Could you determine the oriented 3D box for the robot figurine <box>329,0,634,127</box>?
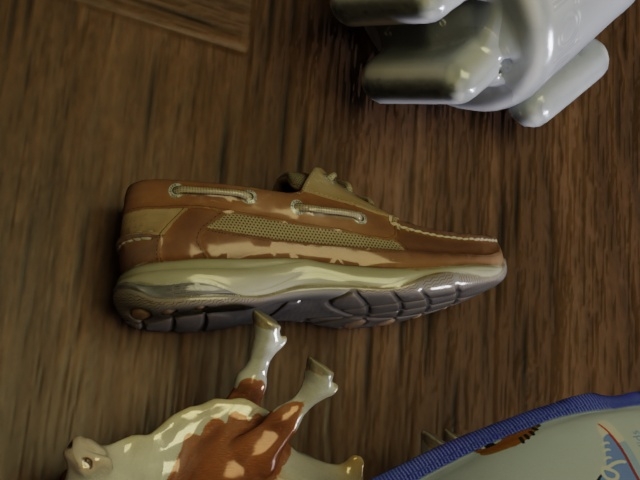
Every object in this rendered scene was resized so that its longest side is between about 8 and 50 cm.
[{"bbox_3d":[0.165,-0.243,1.175,0.353,0.200,0.300,-43,125,-32],"label":"robot figurine"}]

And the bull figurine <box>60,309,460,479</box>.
[{"bbox_3d":[-0.030,0.172,0.975,0.310,0.101,0.188,33,94,-25],"label":"bull figurine"}]

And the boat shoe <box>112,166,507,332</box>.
[{"bbox_3d":[0.000,0.000,1.054,0.324,0.123,0.116,1,72,-31],"label":"boat shoe"}]

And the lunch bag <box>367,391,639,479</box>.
[{"bbox_3d":[0.119,0.297,0.812,0.385,0.239,0.328,-28,49,-3],"label":"lunch bag"}]
